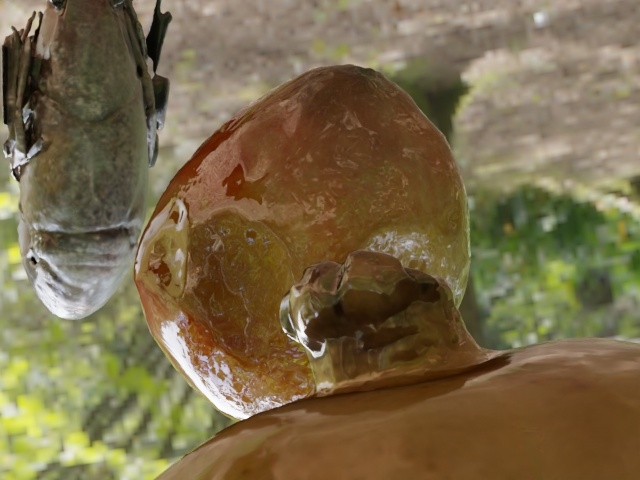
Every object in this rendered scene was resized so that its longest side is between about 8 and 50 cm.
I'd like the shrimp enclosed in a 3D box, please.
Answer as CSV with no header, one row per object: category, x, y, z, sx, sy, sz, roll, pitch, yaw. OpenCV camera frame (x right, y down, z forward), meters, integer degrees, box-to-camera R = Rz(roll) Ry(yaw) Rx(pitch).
shrimp,-0.163,-0.115,1.264,0.116,0.343,0.145,5,-172,-5

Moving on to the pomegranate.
pomegranate,0.069,0.197,0.752,0.411,0.411,0.411,-9,172,-1

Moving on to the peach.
peach,0.000,0.000,1.164,0.214,0.214,0.235,-1,125,-45
